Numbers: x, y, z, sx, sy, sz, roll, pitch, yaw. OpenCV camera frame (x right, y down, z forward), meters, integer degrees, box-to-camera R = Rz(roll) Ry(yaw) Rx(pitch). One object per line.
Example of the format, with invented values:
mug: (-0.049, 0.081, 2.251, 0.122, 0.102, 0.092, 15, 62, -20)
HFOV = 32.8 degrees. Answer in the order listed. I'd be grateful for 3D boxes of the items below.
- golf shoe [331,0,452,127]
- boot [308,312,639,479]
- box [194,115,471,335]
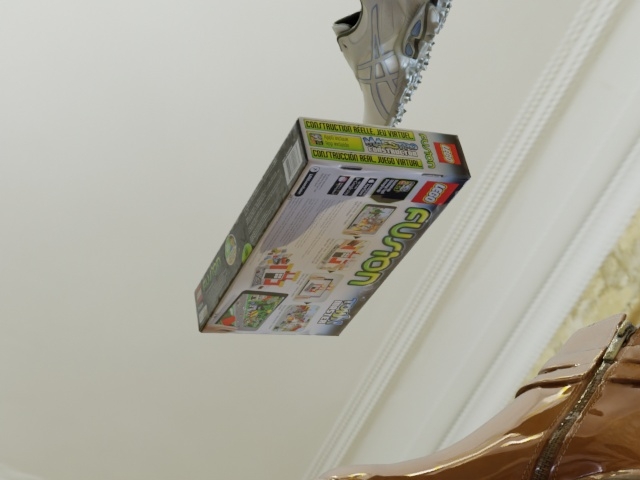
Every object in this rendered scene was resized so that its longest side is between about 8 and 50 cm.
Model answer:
golf shoe: (0.048, -0.156, 0.899, 0.086, 0.069, 0.176, 23, -37, 4)
boot: (0.140, 0.136, 0.758, 0.283, 0.220, 0.109, -7, -51, 40)
box: (0.000, 0.000, 0.729, 0.114, 0.036, 0.207, 4, -35, -26)
